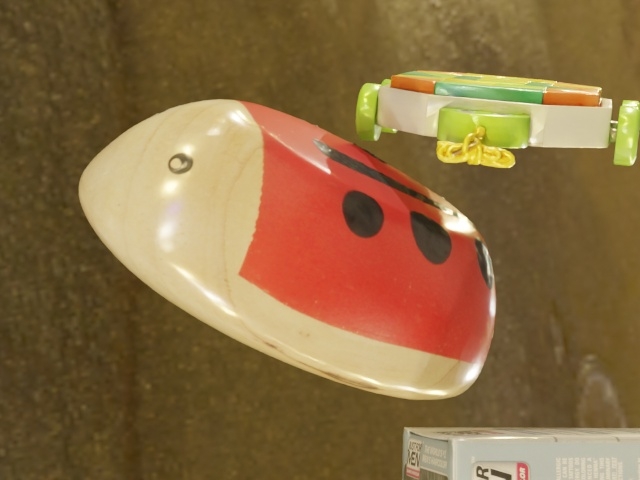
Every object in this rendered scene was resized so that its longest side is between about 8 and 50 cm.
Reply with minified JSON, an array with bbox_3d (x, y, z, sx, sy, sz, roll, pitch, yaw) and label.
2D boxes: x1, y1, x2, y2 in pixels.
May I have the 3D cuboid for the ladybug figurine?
[{"bbox_3d":[0.000,0.000,1.287,0.449,0.162,0.305,23,19,-34],"label":"ladybug figurine"}]

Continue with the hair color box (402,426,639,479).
[{"bbox_3d":[0.265,0.206,1.113,0.185,0.375,0.113,147,-55,-80],"label":"hair color box"}]

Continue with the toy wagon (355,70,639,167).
[{"bbox_3d":[0.172,-0.119,1.353,0.344,0.267,0.068,-33,128,-75],"label":"toy wagon"}]
